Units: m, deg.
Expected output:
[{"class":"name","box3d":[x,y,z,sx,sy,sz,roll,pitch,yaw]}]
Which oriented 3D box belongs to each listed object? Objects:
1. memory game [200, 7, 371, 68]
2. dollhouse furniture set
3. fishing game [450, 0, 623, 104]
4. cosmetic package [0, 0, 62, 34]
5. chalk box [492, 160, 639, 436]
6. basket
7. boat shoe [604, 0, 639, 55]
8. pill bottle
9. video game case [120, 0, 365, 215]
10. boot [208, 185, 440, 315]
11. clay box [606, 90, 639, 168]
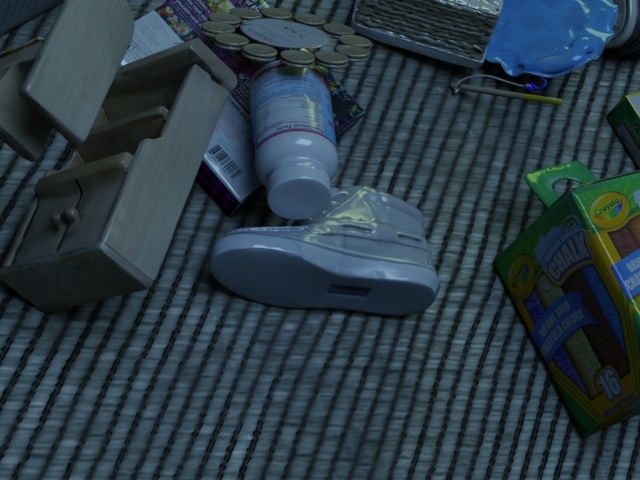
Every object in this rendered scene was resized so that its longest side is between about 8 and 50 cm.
[{"class":"memory game","box3d":[-0.036,-0.215,1.629,0.186,0.012,0.186,8,24,-4]},{"class":"dollhouse furniture set","box3d":[-0.295,-0.155,1.398,0.394,0.362,0.256,43,51,-33]},{"class":"fishing game","box3d":[0.269,-0.264,1.862,0.189,0.041,0.264,7,56,17]},{"class":"cosmetic package","box3d":[-0.242,-0.402,1.619,0.161,0.230,0.453,48,54,7]},{"class":"chalk box","box3d":[0.327,0.033,1.674,0.180,0.179,0.289,-15,71,-31]},{"class":"basket","box3d":[0.132,-0.291,1.792,0.167,0.103,0.113,17,57,-6]},{"class":"boat shoe","box3d":[0.391,-0.397,1.955,0.095,0.112,0.335,8,80,-40]},{"class":"pill bottle","box3d":[-0.027,-0.103,1.574,0.087,0.087,0.160,10,50,-20]},{"class":"video game case","box3d":[-0.098,-0.169,1.672,0.232,0.042,0.210,48,55,5]},{"class":"boot","box3d":[0.000,0.000,1.609,0.258,0.095,0.123,12,51,-26]},{"class":"clay box","box3d":[0.479,-0.142,1.914,0.222,0.053,0.127,-17,70,-32]}]
